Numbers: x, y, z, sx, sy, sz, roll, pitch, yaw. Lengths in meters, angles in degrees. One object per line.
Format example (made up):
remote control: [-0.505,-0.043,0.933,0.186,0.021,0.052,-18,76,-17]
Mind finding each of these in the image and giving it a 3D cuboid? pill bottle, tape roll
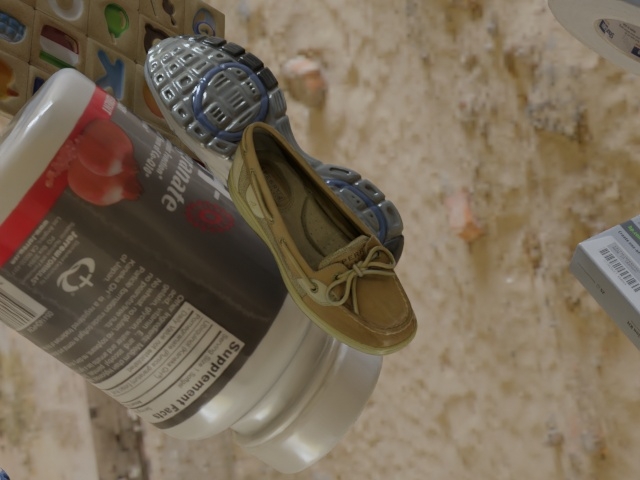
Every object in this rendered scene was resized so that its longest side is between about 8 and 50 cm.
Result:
pill bottle: [-0.113,0.035,0.899,0.176,0.318,0.176,-45,20,21]
tape roll: [0.332,-0.215,1.177,0.072,0.219,0.219,-61,27,-1]

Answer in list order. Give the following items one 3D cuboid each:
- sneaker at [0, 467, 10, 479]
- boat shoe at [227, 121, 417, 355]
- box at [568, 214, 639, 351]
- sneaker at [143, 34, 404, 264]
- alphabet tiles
sneaker: [-0.250,0.222,0.694,0.112,0.131,0.296,-61,25,24]
boat shoe: [0.001,-0.001,0.696,0.153,0.056,0.048,54,156,19]
box: [0.318,0.029,0.985,0.145,0.186,0.038,53,154,29]
sneaker: [-0.060,-0.057,1.088,0.297,0.111,0.129,50,149,10]
alphabet tiles: [-0.193,-0.173,1.116,0.011,0.285,0.342,-22,58,37]
